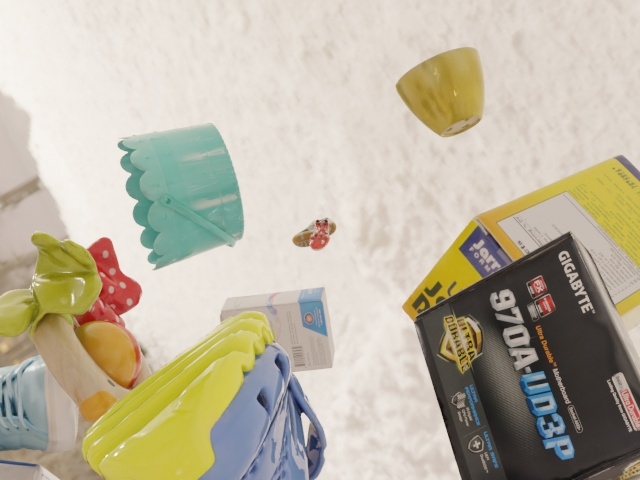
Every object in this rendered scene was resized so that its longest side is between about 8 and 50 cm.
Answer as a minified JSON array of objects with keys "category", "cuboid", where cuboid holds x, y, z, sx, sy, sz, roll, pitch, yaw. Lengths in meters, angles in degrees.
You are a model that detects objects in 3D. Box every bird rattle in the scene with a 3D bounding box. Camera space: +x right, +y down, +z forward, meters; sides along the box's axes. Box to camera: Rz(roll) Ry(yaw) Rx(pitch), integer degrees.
[{"category":"bird rattle","cuboid":[-0.242,0.100,0.975,0.207,0.143,0.253,57,178,12]}]

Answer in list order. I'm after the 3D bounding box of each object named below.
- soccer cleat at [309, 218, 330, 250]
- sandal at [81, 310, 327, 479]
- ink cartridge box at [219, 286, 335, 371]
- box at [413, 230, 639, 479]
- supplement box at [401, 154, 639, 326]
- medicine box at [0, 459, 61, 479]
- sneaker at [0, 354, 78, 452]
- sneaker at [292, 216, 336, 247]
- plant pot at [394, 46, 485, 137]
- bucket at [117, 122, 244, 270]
[{"category":"soccer cleat","cuboid":[0.000,0.000,1.365,0.083,0.029,0.036,-83,-8,-63]},{"category":"sandal","cuboid":[-0.051,0.126,0.616,0.138,0.126,0.317,56,-178,2]},{"category":"ink cartridge box","cuboid":[-0.050,0.109,1.149,0.052,0.122,0.089,-79,-19,-72]},{"category":"box","cuboid":[0.189,0.124,0.850,0.051,0.175,0.220,37,-150,-43]},{"category":"supplement box","cuboid":[0.319,0.051,1.280,0.194,0.356,0.195,52,136,19]},{"category":"medicine box","cuboid":[-0.513,0.389,1.362,0.263,0.149,0.289,8,159,-4]},{"category":"sneaker","cuboid":[-0.422,0.230,1.303,0.366,0.150,0.135,-36,61,58]},{"category":"sneaker","cuboid":[-0.014,-0.015,1.707,0.037,0.083,0.032,-129,22,-51]},{"category":"plant pot","cuboid":[0.190,-0.209,1.431,0.134,0.134,0.095,124,125,-70]},{"category":"bucket","cuboid":[-0.269,-0.091,1.876,0.281,0.183,0.281,165,90,-75]}]
